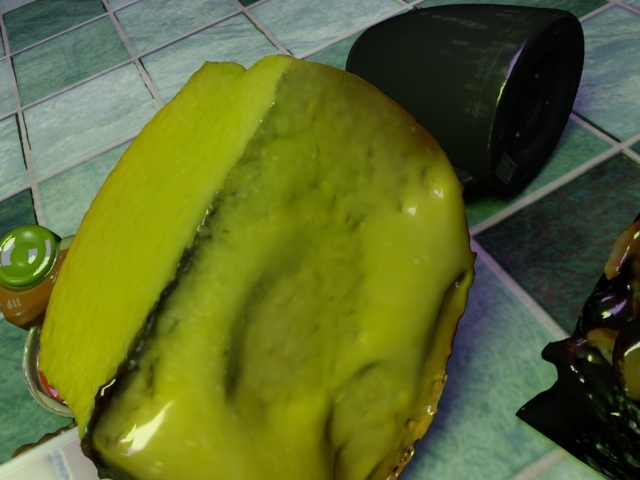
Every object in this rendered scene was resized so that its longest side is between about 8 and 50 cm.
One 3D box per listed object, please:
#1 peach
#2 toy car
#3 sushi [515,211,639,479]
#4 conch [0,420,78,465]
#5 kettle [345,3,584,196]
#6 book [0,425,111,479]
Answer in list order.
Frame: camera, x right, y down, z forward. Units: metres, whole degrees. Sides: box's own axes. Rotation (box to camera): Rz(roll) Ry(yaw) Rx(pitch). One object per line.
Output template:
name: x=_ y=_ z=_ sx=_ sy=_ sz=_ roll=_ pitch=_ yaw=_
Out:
peach: x=-0.050 y=0.072 z=0.442 sx=0.242 sy=0.306 sz=0.381 roll=12 pitch=80 yaw=56
toy car: x=-0.247 y=0.091 z=0.597 sx=0.234 sy=0.145 sz=0.235 roll=-2 pitch=70 yaw=6
sushi: x=0.316 y=0.083 z=0.402 sx=0.215 sy=0.213 sz=0.227 roll=33 pitch=65 yaw=33
conch: x=-0.322 y=0.265 z=0.479 sx=0.232 sy=0.080 sz=0.086 roll=-30 pitch=64 yaw=-35
kettle: x=0.139 y=-0.177 z=0.673 sx=0.290 sy=0.207 sz=0.269 roll=28 pitch=91 yaw=36
book: x=-0.232 y=0.264 z=0.447 sx=0.241 sy=0.018 sz=0.170 roll=-25 pitch=69 yaw=-26
